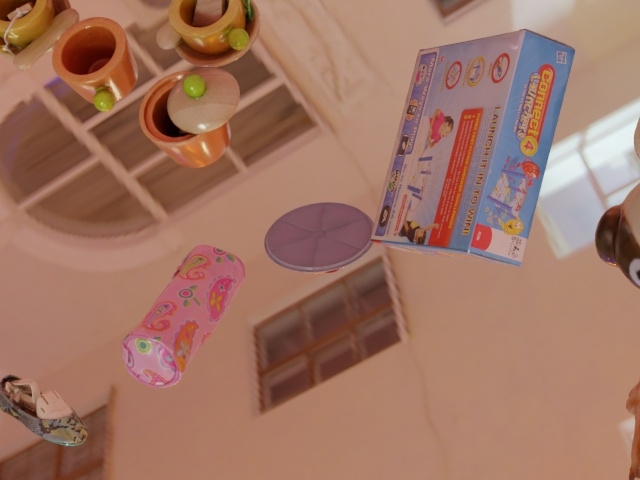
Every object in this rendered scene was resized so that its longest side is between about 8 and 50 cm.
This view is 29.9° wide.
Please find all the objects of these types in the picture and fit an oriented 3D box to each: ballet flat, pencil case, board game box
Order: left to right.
[{"bbox_3d":[-0.408,0.241,1.738,0.070,0.188,0.070,-22,-61,-47],"label":"ballet flat"},{"bbox_3d":[-0.233,0.123,2.048,0.124,0.124,0.284,55,-142,-20],"label":"pencil case"},{"bbox_3d":[0.207,-0.128,1.702,0.086,0.308,0.302,16,177,-23],"label":"board game box"}]

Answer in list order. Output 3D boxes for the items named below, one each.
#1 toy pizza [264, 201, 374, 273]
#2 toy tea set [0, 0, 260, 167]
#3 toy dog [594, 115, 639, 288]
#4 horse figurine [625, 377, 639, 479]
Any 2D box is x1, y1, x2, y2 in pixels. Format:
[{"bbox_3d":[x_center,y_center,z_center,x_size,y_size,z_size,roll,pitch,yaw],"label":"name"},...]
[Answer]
[{"bbox_3d":[0.000,0.000,2.134,0.201,0.201,0.032,-97,-1,-53],"label":"toy pizza"},{"bbox_3d":[-0.179,-0.213,1.083,0.336,0.200,0.124,36,168,27],"label":"toy tea set"},{"bbox_3d":[0.533,-0.109,1.622,0.284,0.408,0.395,26,177,0],"label":"toy dog"},{"bbox_3d":[0.391,0.123,1.306,0.066,0.263,0.174,28,-166,16],"label":"horse figurine"}]
